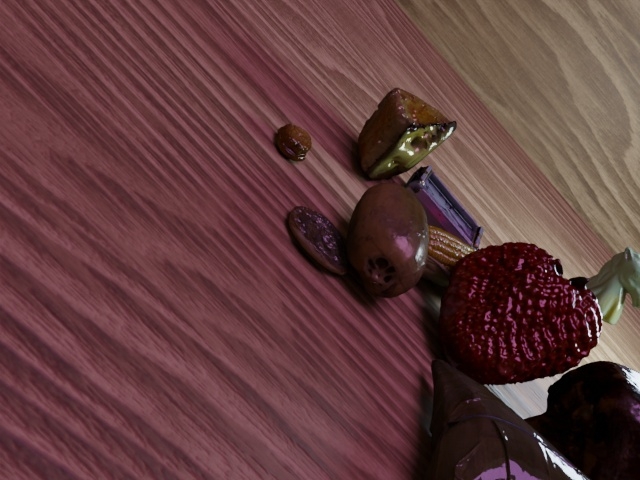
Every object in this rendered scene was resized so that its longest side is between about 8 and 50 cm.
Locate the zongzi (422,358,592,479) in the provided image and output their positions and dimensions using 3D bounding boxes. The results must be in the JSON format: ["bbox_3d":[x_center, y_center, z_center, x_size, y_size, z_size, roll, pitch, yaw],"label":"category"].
[{"bbox_3d":[0.338,0.376,1.283,0.356,0.174,0.393,28,24,-6],"label":"zongzi"}]

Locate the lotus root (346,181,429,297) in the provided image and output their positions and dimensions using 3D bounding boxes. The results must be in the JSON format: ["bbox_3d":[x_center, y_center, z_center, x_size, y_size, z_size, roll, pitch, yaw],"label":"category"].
[{"bbox_3d":[0.139,-0.021,1.523,0.169,0.152,0.342,60,23,-23],"label":"lotus root"}]

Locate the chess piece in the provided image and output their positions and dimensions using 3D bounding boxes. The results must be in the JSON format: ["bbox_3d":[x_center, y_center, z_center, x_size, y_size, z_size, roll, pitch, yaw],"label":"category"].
[{"bbox_3d":[0.839,0.161,2.264,0.176,0.298,0.175,38,26,-23],"label":"chess piece"}]

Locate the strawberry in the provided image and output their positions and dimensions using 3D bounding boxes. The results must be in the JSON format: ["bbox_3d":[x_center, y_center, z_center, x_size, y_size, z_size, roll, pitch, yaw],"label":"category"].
[{"bbox_3d":[0.381,0.166,1.596,0.351,0.267,0.312,-27,66,-31],"label":"strawberry"}]

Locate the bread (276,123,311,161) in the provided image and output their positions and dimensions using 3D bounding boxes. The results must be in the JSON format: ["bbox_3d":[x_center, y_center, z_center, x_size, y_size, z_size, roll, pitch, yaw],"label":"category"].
[{"bbox_3d":[-0.055,-0.201,1.581,0.081,0.046,0.083,3,55,-50],"label":"bread"}]

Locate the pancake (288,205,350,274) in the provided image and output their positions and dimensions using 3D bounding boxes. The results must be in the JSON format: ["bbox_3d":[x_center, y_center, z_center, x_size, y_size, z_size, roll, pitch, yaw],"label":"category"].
[{"bbox_3d":[0.000,0.000,1.434,0.158,0.028,0.158,40,25,-23],"label":"pancake"}]

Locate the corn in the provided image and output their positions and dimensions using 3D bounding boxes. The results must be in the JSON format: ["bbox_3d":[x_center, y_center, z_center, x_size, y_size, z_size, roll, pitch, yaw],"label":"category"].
[{"bbox_3d":[0.275,0.049,1.726,0.123,0.122,0.305,15,-10,46],"label":"corn"}]

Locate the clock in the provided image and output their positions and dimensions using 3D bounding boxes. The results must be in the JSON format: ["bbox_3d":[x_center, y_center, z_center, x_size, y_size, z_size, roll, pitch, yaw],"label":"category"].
[{"bbox_3d":[0.299,-0.059,1.922,0.253,0.083,0.186,49,27,-4],"label":"clock"}]

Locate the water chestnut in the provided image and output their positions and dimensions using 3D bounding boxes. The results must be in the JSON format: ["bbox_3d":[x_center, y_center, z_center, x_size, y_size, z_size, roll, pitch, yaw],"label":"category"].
[{"bbox_3d":[0.521,0.388,1.503,0.347,0.335,0.335,17,31,-1],"label":"water chestnut"}]

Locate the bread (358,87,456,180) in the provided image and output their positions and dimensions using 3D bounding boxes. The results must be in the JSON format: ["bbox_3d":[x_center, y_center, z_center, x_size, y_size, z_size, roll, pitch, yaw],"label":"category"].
[{"bbox_3d":[0.180,-0.246,1.858,0.162,0.204,0.262,49,27,21],"label":"bread"}]
